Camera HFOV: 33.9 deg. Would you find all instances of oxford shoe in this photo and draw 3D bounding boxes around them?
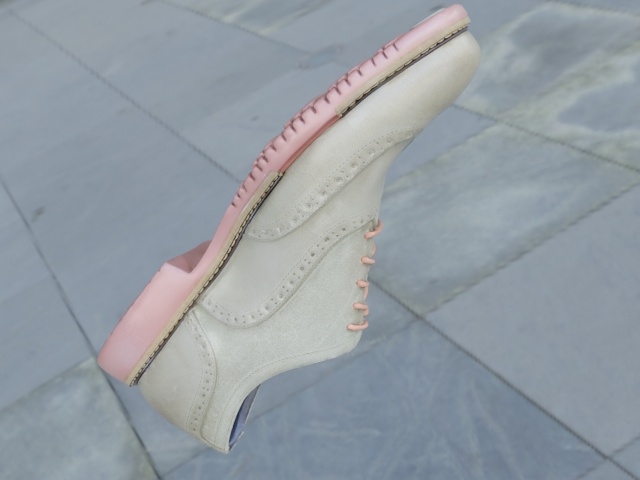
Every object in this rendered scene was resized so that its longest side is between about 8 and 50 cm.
[{"bbox_3d":[0.000,0.000,0.789,0.397,0.146,0.140,-48,-3,25],"label":"oxford shoe"}]
